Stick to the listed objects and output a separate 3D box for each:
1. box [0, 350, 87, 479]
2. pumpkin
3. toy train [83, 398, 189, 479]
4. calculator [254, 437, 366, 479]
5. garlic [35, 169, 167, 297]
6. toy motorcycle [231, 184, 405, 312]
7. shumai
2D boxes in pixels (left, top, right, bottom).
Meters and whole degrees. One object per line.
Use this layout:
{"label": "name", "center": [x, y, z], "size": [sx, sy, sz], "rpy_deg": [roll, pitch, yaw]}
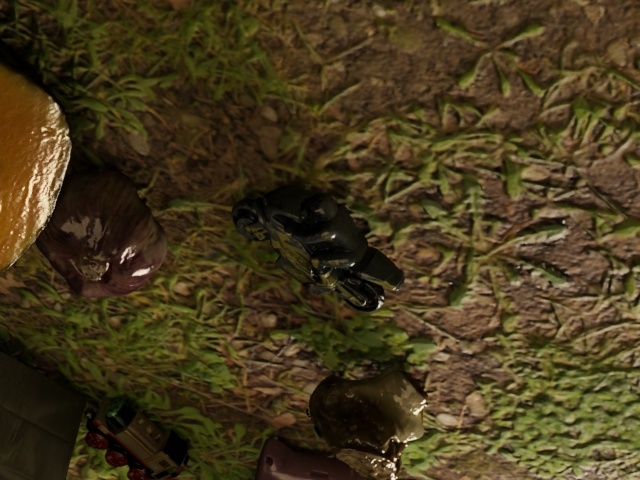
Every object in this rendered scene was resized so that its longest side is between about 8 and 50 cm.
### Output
{"label": "box", "center": [-0.430, 0.261, 1.884], "size": [0.149, 0.155, 0.231], "rpy_deg": [34, 136, -28]}
{"label": "pumpkin", "center": [-0.353, -0.114, 1.552], "size": [0.148, 0.169, 0.312], "rpy_deg": [0, 126, -28]}
{"label": "toy train", "center": [-0.235, 0.253, 1.890], "size": [0.087, 0.050, 0.138], "rpy_deg": [-31, 114, 34]}
{"label": "calculator", "center": [0.005, 0.369, 1.910], "size": [0.194, 0.043, 0.294], "rpy_deg": [9, 136, 12]}
{"label": "garlic", "center": [-0.240, -0.001, 1.615], "size": [0.147, 0.102, 0.159], "rpy_deg": [15, 134, 9]}
{"label": "toy motorcycle", "center": [0.000, 0.000, 1.553], "size": [0.193, 0.061, 0.124], "rpy_deg": [34, 142, -1]}
{"label": "shumai", "center": [0.066, 0.196, 1.679], "size": [0.116, 0.145, 0.145], "rpy_deg": [-35, 114, 20]}
